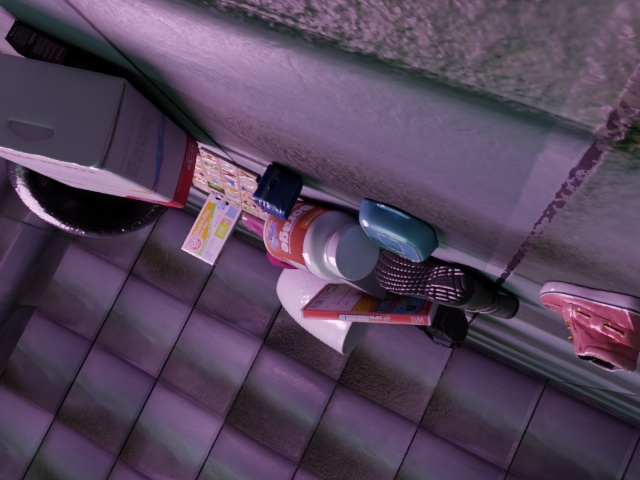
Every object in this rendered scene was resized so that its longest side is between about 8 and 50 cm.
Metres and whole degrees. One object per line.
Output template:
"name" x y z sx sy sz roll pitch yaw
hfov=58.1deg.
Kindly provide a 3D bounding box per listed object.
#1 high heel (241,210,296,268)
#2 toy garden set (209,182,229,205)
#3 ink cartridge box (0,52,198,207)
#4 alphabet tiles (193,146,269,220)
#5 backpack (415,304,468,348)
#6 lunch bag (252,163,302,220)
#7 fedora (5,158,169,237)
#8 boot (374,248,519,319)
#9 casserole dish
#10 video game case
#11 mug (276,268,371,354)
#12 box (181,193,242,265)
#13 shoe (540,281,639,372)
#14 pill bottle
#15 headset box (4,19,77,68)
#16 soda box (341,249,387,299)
"high heel" -0.061 0.028 1.527 0.181 0.127 0.377 28 176 27
"toy garden set" -0.230 -0.120 1.324 0.203 0.049 0.244 29 174 -32
"ink cartridge box" -0.345 -0.152 0.879 0.226 0.131 0.306 13 173 6
"alphabet tiles" -0.177 -0.110 1.151 0.198 0.009 0.237 27 164 2
"backpack" 0.311 0.205 1.550 0.152 0.115 0.182 38 174 -7
"lunch bag" -0.071 -0.076 0.897 0.065 0.067 0.098 25 174 3
"fedora" -0.459 -0.165 1.185 0.334 0.334 0.153 31 -154 -42
"boot" 0.222 0.086 1.047 0.161 0.084 0.246 23 179 -36
"casserole dish" 0.112 -0.009 0.852 0.114 0.037 0.188 25 175 18
"video game case" 0.120 0.139 1.298 0.285 0.025 0.204 0 -167 19
"mug" 0.043 0.193 2.104 0.328 0.276 0.374 30 -153 21
"box" -0.334 -0.035 1.803 0.114 0.203 0.103 26 175 -3
"shoe" 0.319 0.103 0.699 0.063 0.081 0.178 28 174 -16
"pill bottle" 0.000 0.000 1.009 0.121 0.121 0.216 30 173 -36
"headset box" -0.377 -0.257 0.790 0.083 0.032 0.062 26 175 -11
"soda box" 0.032 0.025 1.232 0.286 0.098 0.091 29 174 -32
